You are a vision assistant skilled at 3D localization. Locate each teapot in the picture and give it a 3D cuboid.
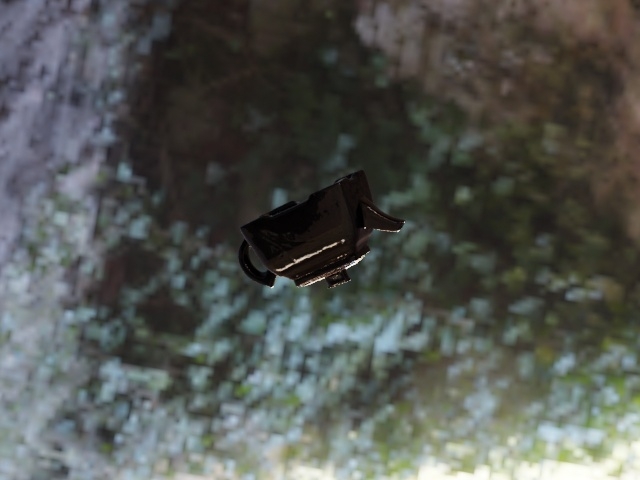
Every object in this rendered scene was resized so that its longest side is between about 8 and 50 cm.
[{"bbox_3d":[0.000,0.000,1.754,0.096,0.177,0.087,65,21,-3],"label":"teapot"}]
